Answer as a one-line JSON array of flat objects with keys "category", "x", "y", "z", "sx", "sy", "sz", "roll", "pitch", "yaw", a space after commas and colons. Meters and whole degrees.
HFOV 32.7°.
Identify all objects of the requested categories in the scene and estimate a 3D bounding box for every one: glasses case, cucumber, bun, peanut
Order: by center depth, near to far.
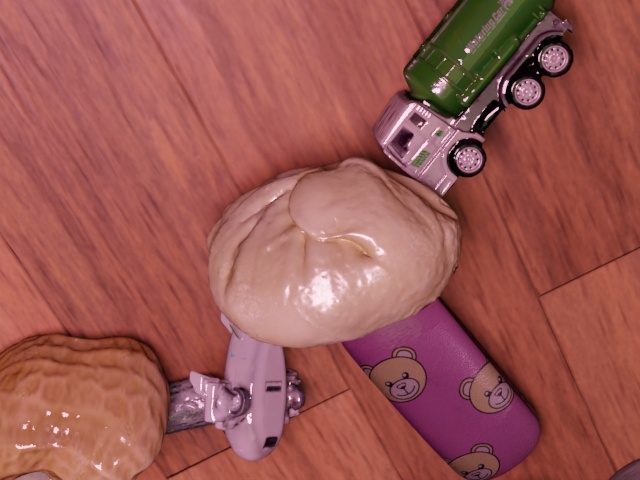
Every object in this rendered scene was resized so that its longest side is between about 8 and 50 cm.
[{"category": "bun", "x": 0.000, "y": 0.000, "z": 1.093, "sx": 0.259, "sy": 0.259, "sz": 0.160, "roll": -21, "pitch": 112, "yaw": 1}, {"category": "peanut", "x": -0.280, "y": 0.183, "z": 1.171, "sx": 0.233, "sy": 0.196, "sz": 0.110, "roll": 8, "pitch": 137, "yaw": -7}, {"category": "cucumber", "x": -0.168, "y": 0.194, "z": 1.254, "sx": 0.112, "sy": 0.064, "sz": 0.064, "roll": -14, "pitch": 115, "yaw": -2}, {"category": "glasses case", "x": 0.141, "y": 0.163, "z": 1.278, "sx": 0.123, "sy": 0.076, "sz": 0.316, "roll": -37, "pitch": 113, "yaw": 7}]

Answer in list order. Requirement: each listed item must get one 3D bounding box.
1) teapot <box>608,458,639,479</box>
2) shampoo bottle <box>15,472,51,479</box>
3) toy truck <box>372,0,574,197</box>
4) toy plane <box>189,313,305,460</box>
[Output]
[{"category": "teapot", "x": 0.458, "y": 0.376, "z": 1.379, "sx": 0.239, "sy": 0.149, "sz": 0.162, "roll": -4, "pitch": 113, "yaw": -6}, {"category": "shampoo bottle", "x": -0.309, "y": 0.311, "z": 1.270, "sx": 0.118, "sy": 0.087, "sz": 0.234, "roll": -9, "pitch": 114, "yaw": -5}, {"category": "toy truck", "x": 0.156, "y": -0.169, "z": 1.126, "sx": 0.125, "sy": 0.101, "sz": 0.242, "roll": 35, "pitch": 102, "yaw": -16}, {"category": "toy plane", "x": -0.079, "y": 0.157, "z": 1.212, "sx": 0.080, "sy": 0.174, "sz": 0.174, "roll": -6, "pitch": 120, "yaw": 35}]
